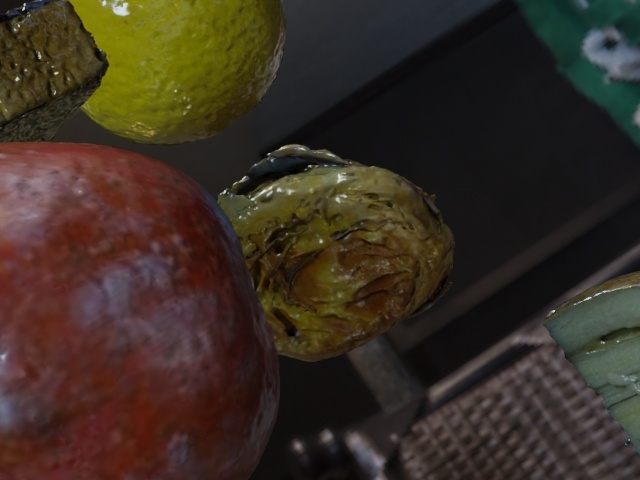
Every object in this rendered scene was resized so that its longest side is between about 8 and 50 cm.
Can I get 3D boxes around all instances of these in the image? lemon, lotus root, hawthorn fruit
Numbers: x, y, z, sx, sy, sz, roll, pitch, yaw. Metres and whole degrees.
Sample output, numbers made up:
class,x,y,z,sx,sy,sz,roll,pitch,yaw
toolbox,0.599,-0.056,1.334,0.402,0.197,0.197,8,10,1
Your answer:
class,x,y,z,sx,sy,sz,roll,pitch,yaw
lemon,-0.192,-0.279,1.757,0.336,0.336,0.336,57,-179,-1
lotus root,0.484,0.137,1.939,0.267,0.149,0.260,53,137,1
hawthorn fruit,-0.167,0.074,0.873,0.284,0.284,0.284,57,-179,-1

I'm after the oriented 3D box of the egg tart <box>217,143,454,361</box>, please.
class,x,y,z,sx,sy,sz,roll,pitch,yaw
egg tart,0.000,0.000,1.508,0.297,0.297,0.132,56,-156,-45

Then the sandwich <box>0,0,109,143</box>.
class,x,y,z,sx,sy,sz,roll,pitch,yaw
sandwich,-0.344,-0.080,1.234,0.095,0.273,0.249,57,145,2
